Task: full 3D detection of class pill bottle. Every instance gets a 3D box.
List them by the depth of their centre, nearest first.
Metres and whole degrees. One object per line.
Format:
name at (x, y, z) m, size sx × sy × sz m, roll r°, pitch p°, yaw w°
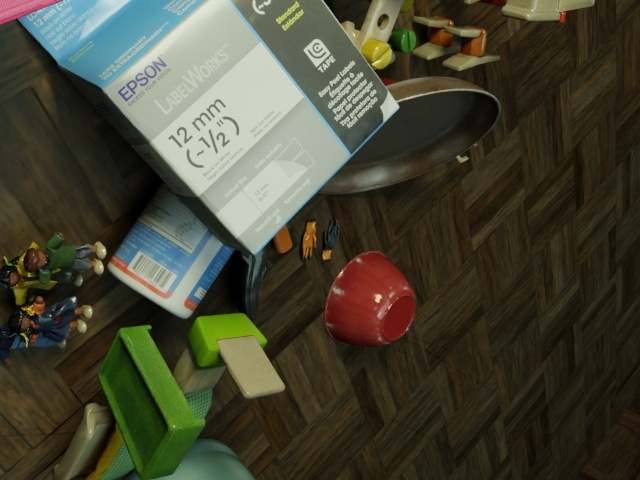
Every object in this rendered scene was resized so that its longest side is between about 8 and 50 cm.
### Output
pill bottle at (-0.159, -0.023, 0.923) m, size 0.221 × 0.124 × 0.124 m, roll -57°, pitch 139°, yaw -9°

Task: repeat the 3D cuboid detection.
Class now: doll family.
doll family at (-0.327, 0.070, 0.832) m, size 0.111 × 0.076 × 0.193 m, roll -3°, pitch 114°, yaw -51°

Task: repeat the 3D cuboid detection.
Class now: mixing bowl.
mixing bowl at (0.105, 0.119, 1.295) m, size 0.181 × 0.098 × 0.181 m, roll -24°, pitch 126°, yaw -38°

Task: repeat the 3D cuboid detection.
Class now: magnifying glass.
magnifying glass at (-0.082, -0.077, 1.058) m, size 0.092 × 0.026 × 0.231 m, roll -39°, pitch 131°, yaw -27°

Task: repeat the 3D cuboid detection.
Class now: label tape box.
label tape box at (-0.113, -0.193, 0.792) m, size 0.249 × 0.115 × 0.347 m, roll -46°, pitch 114°, yaw -13°

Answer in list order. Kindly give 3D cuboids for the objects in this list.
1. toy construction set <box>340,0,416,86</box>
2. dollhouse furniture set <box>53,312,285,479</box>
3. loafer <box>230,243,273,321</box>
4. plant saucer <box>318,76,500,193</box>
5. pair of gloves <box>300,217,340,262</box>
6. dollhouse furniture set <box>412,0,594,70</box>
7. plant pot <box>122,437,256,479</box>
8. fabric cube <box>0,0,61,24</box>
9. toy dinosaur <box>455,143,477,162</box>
toy construction set at (0.092, -0.292, 0.967) m, size 0.257 × 0.237 × 0.309 m, roll -57°, pitch 139°, yaw -9°
dollhouse furniture set at (-0.192, 0.254, 0.928) m, size 0.197 × 0.151 × 0.301 m, roll -1°, pitch 133°, yaw -45°
loafer at (-0.096, 0.042, 1.062) m, size 0.061 × 0.062 × 0.170 m, roll -10°, pitch 118°, yaw -26°
plant saucer at (0.109, -0.156, 1.073) m, size 0.310 × 0.310 × 0.050 m, roll 2°, pitch 65°, yaw -47°
pair of gloves at (0.000, 0.000, 1.190) m, size 0.083 × 0.010 × 0.074 m, roll -5°, pitch 112°, yaw -46°
dollhouse furniture set at (0.263, -0.393, 1.084) m, size 0.135 × 0.259 × 0.262 m, roll -19°, pitch 124°, yaw -29°
plant pot at (-0.177, 0.478, 1.100) m, size 0.293 × 0.196 × 0.293 m, roll -22°, pitch 123°, yaw -38°
fabric cube at (-0.327, -0.289, 0.509) m, size 0.254 × 0.259 × 0.258 m, roll -35°, pitch 131°, yaw -28°
toy dinosaur at (0.237, -0.190, 1.330) m, size 0.183 × 0.053 × 0.092 m, roll -45°, pitch 121°, yaw -32°
